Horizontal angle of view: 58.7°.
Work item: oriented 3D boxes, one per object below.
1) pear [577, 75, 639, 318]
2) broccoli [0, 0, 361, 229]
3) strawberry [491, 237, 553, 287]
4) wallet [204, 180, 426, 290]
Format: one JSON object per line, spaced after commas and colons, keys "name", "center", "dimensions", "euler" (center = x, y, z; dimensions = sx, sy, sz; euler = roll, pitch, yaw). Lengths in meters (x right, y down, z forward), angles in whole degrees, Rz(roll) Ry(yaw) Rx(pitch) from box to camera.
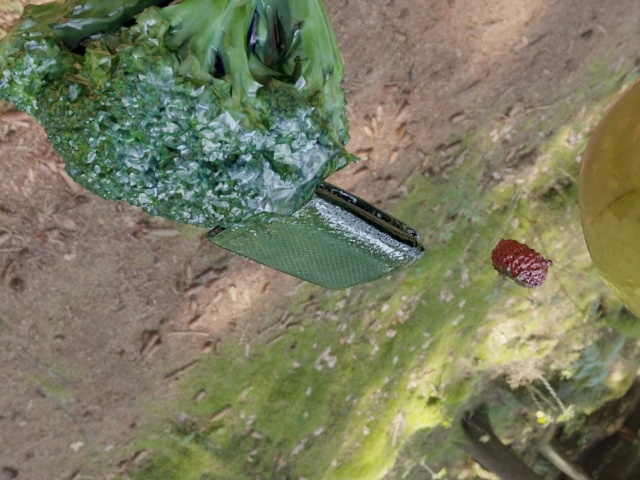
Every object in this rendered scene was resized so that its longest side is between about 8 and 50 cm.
{"name": "pear", "center": [0.440, -0.047, 0.577], "dimensions": [0.348, 0.348, 0.348], "euler": [-29, 138, -30]}
{"name": "broccoli", "center": [-0.088, -0.131, 0.419], "dimensions": [0.265, 0.294, 0.245], "euler": [15, 101, -12]}
{"name": "strawberry", "center": [0.465, 0.056, 1.341], "dimensions": [0.145, 0.145, 0.086], "euler": [30, 89, -55]}
{"name": "wallet", "center": [0.000, -0.002, 0.689], "dimensions": [0.160, 0.055, 0.236], "euler": [-30, 141, 33]}
